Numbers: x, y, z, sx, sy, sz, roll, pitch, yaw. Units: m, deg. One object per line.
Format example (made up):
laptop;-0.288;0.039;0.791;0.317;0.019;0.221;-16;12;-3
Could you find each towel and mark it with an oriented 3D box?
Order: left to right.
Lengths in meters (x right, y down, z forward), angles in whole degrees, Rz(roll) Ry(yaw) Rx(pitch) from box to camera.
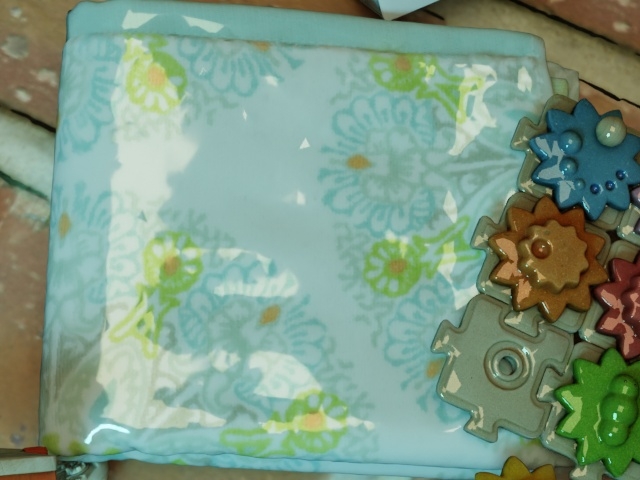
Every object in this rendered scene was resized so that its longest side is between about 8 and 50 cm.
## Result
towel;0.000;0.000;1.328;0.375;0.090;0.320;4;74;-9

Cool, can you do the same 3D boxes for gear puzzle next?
gear puzzle;0.171;0.068;1.278;0.175;0.044;0.339;25;72;-8

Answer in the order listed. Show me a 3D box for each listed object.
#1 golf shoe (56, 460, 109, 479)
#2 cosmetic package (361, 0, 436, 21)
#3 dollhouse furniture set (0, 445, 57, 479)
golf shoe;-0.196;0.223;1.302;0.176;0.069;0.086;-48;115;-21
cosmetic package;0.132;-0.242;1.413;0.239;0.099;0.060;-23;120;-8
dollhouse furniture set;-0.214;0.259;1.169;0.262;0.135;0.259;-2;88;-29
